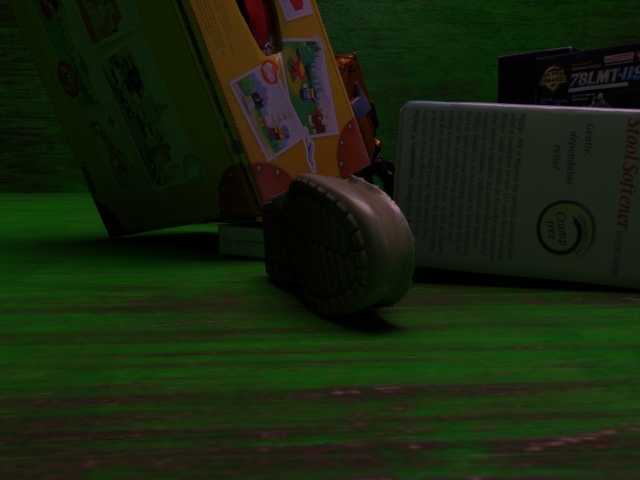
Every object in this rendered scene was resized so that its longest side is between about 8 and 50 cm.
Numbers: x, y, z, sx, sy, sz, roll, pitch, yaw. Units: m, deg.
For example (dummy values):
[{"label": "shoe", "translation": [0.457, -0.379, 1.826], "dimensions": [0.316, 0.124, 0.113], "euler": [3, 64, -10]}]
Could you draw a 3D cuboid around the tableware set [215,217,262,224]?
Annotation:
[{"label": "tableware set", "translation": [-0.162, -0.039, 1.324], "dimensions": [0.154, 0.024, 0.104], "euler": [3, 3, 34]}]

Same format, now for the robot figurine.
[{"label": "robot figurine", "translation": [0.014, -0.123, 1.051], "dimensions": [0.211, 0.291, 0.085], "euler": [14, 44, 40]}]

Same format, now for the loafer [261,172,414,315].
[{"label": "loafer", "translation": [0.018, -0.005, 0.575], "dimensions": [0.092, 0.102, 0.268], "euler": [-8, 7, -15]}]

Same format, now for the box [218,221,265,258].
[{"label": "box", "translation": [0.000, 0.000, 0.842], "dimensions": [0.186, 0.038, 0.145], "euler": [3, 6, 38]}]

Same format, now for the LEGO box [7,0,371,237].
[{"label": "LEGO box", "translation": [-0.201, -0.274, 0.924], "dimensions": [0.193, 0.500, 0.372], "euler": [-30, 16, -39]}]

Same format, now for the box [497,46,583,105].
[{"label": "box", "translation": [0.550, -0.231, 1.639], "dimensions": [0.312, 0.344, 0.179], "euler": [-4, 7, -41]}]

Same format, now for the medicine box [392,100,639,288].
[{"label": "medicine box", "translation": [0.238, -0.051, 0.734], "dimensions": [0.289, 0.149, 0.263], "euler": [5, 7, 16]}]

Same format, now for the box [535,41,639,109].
[{"label": "box", "translation": [0.474, -0.163, 1.194], "dimensions": [0.073, 0.294, 0.295], "euler": [-3, 6, -31]}]
